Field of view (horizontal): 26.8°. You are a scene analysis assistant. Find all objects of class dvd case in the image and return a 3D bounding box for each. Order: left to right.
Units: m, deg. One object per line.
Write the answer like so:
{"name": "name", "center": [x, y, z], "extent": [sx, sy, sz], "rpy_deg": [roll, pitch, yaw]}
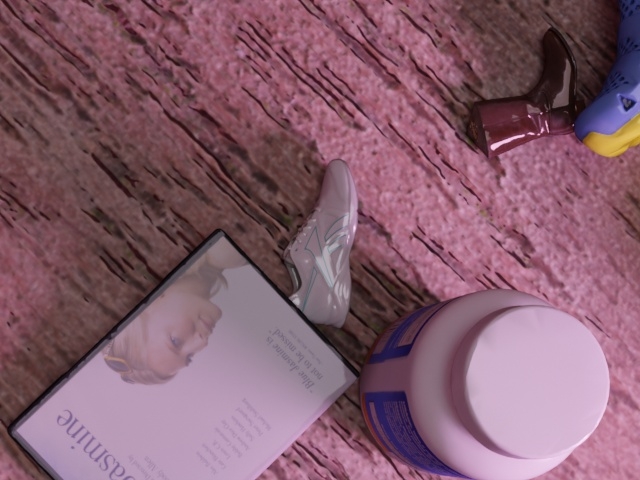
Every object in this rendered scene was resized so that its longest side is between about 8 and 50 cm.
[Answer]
{"name": "dvd case", "center": [-0.116, 0.139, 1.154], "extent": [0.253, 0.022, 0.180], "rpy_deg": [-44, 93, -6]}

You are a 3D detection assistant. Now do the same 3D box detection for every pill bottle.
{"name": "pill bottle", "center": [0.132, 0.119, 1.092], "extent": [0.152, 0.272, 0.152], "rpy_deg": [1, 83, -11]}

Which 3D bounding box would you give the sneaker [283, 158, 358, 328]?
{"name": "sneaker", "center": [0.000, 0.000, 1.194], "extent": [0.061, 0.054, 0.152], "rpy_deg": [6, 82, -7]}

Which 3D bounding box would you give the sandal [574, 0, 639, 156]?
{"name": "sandal", "center": [0.326, -0.211, 1.262], "extent": [0.138, 0.126, 0.317], "rpy_deg": [40, 68, -1]}

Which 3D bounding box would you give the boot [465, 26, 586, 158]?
{"name": "boot", "center": [0.186, -0.139, 1.262], "extent": [0.114, 0.037, 0.107], "rpy_deg": [-15, 84, -8]}
